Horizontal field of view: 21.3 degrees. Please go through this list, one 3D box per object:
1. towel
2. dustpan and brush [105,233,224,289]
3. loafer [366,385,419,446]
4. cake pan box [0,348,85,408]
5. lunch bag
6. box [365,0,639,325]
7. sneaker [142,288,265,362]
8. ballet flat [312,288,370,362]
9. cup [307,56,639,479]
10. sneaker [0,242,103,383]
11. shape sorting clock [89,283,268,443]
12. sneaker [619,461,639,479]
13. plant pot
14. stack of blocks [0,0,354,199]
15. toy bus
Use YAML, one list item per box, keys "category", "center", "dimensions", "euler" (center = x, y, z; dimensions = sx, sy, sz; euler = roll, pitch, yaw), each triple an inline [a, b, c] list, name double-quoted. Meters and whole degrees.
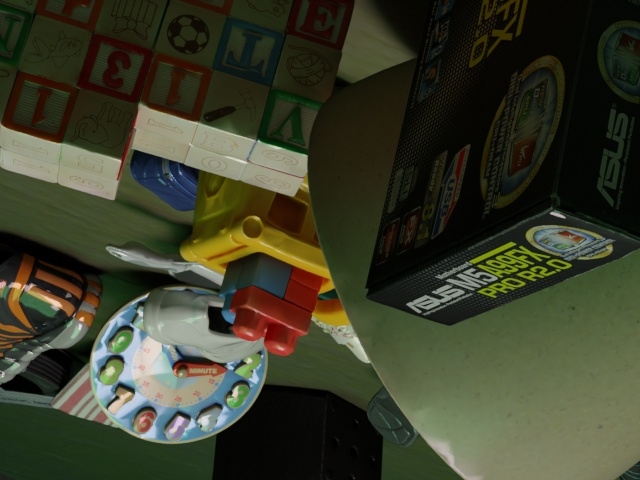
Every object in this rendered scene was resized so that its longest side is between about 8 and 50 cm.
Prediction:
- category: "towel"
  center: [-0.255, 0.215, 2.331]
  dimensions: [0.197, 0.029, 0.144]
  euler: [20, 140, -25]
- category: "dustpan and brush"
  center: [-0.123, 0.023, 1.752]
  dimensions: [0.211, 0.060, 0.147]
  euler: [25, 158, -28]
- category: "loafer"
  center: [0.129, 0.163, 1.966]
  dimensions: [0.096, 0.084, 0.267]
  euler: [47, 154, 2]
- category: "cake pan box"
  center: [-0.476, 0.162, 2.374]
  dimensions: [0.266, 0.070, 0.246]
  euler: [4, 160, 24]
- category: "lunch bag"
  center: [-0.109, -0.066, 1.490]
  dimensions: [0.065, 0.067, 0.098]
  euler: [0, 157, 37]
- category: "box"
  center: [0.119, -0.104, 0.925]
  dimensions: [0.060, 0.270, 0.216]
  euler: [19, 161, -17]
- category: "sneaker"
  center: [-0.094, 0.091, 1.837]
  dimensions: [0.094, 0.080, 0.212]
  euler: [-3, 174, 32]
- category: "ballet flat"
  center: [0.079, 0.095, 1.757]
  dimensions: [0.241, 0.077, 0.091]
  euler: [9, -168, 15]
- category: "cup"
  center: [0.186, -0.014, 1.137]
  dimensions: [0.237, 0.331, 0.331]
  euler: [-30, 139, 27]
- category: "sneaker"
  center: [-0.404, 0.070, 2.025]
  dimensions: [0.180, 0.125, 0.321]
  euler: [29, 145, -25]
- category: "shape sorting clock"
  center: [-0.162, 0.145, 1.953]
  dimensions: [0.206, 0.206, 0.040]
  euler: [22, -166, -21]
- category: "sneaker"
  center: [0.361, 0.216, 1.932]
  dimensions: [0.106, 0.101, 0.267]
  euler: [33, 165, 14]
- category: "plant pot"
  center: [-0.020, 0.297, 2.275]
  dimensions: [0.167, 0.187, 0.188]
  euler: [-19, 144, 36]
- category: "stack of blocks"
  center: [-0.142, -0.124, 1.202]
  dimensions: [0.297, 0.171, 0.087]
  euler: [16, 161, -7]
- category: "toy bus"
  center: [0.000, 0.000, 1.384]
  dimensions: [0.220, 0.211, 0.149]
  euler: [23, 157, -26]
